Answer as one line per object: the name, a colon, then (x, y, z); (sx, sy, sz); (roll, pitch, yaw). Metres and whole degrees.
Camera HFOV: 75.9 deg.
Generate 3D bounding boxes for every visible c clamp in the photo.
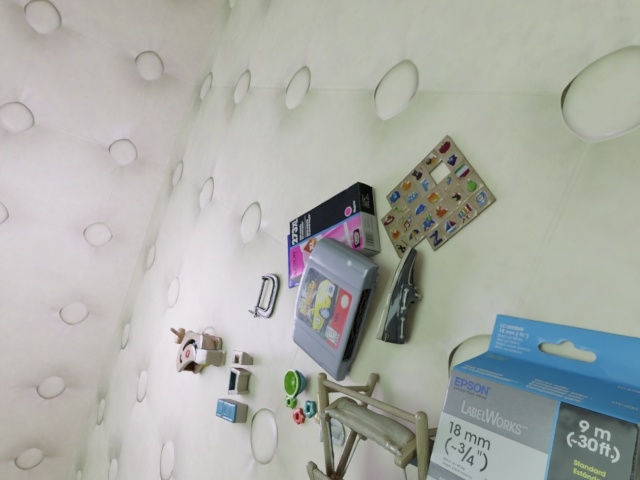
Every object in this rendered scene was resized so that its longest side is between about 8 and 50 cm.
c clamp: (-0.182, 0.175, 1.295); (0.137, 0.022, 0.161); (24, 98, 53)

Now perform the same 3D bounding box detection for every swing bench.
swing bench: (0.112, 0.394, 0.731); (0.253, 0.165, 0.255); (0, 78, 51)

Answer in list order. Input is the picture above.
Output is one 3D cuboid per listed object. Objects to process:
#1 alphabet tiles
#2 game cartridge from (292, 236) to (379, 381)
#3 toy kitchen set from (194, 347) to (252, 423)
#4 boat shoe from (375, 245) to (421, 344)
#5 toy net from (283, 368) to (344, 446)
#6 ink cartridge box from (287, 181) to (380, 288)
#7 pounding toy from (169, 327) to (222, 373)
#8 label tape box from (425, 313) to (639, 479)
alphabet tiles: (0.228, -0.077, 0.875); (0.237, 0.009, 0.198); (-47, 45, 32)
game cartridge: (0.022, 0.153, 0.966); (0.196, 0.060, 0.295); (32, 113, 47)
toy kitchen set: (-0.318, 0.440, 1.256); (0.122, 0.166, 0.207); (-12, 68, 49)
boat shoe: (0.173, 0.115, 0.850); (0.064, 0.075, 0.206); (18, 88, 11)
toy net: (-0.029, 0.421, 0.997); (0.232, 0.045, 0.122); (35, 105, 51)
ink cartridge box: (0.000, 0.000, 1.097); (0.370, 0.069, 0.176); (-28, 57, 46)
pounding toy: (-0.485, 0.406, 1.489); (0.269, 0.154, 0.154); (-5, 69, 51)
label tape box: (0.290, 0.265, 0.553); (0.240, 0.105, 0.334); (2, 70, 51)
